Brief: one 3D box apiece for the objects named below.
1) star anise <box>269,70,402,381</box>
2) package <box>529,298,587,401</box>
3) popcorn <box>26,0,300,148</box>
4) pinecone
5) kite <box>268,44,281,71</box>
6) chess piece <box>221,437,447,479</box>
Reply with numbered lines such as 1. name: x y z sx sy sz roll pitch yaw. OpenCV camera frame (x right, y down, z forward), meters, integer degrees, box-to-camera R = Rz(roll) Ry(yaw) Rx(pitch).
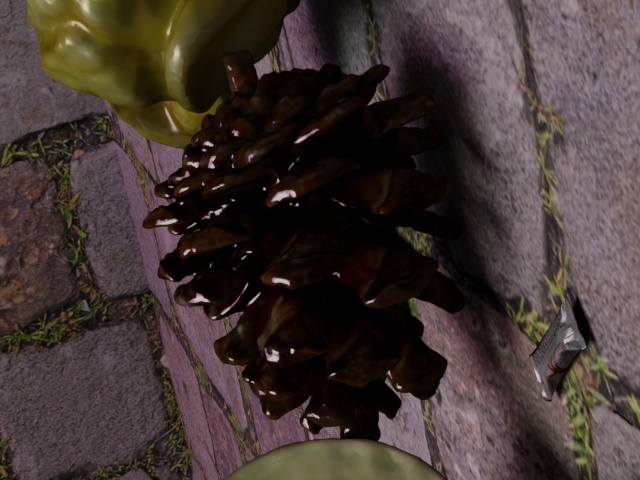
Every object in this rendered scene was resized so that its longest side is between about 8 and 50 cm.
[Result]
1. star anise: -0.008 -0.006 1.489 0.315 0.108 0.315 56 160 32
2. package: 0.159 0.075 1.109 0.110 0.015 0.037 101 149 -65
3. popcorn: -0.138 -0.239 1.328 0.293 0.292 0.334 36 -173 17
4. pinecone: 0.000 0.005 1.212 0.309 0.244 0.244 67 169 -15
5. kite: -0.055 -0.234 1.609 0.127 0.016 0.229 -152 47 -76
6. chess piece: 0.056 0.356 1.295 0.234 0.234 0.442 61 177 42
